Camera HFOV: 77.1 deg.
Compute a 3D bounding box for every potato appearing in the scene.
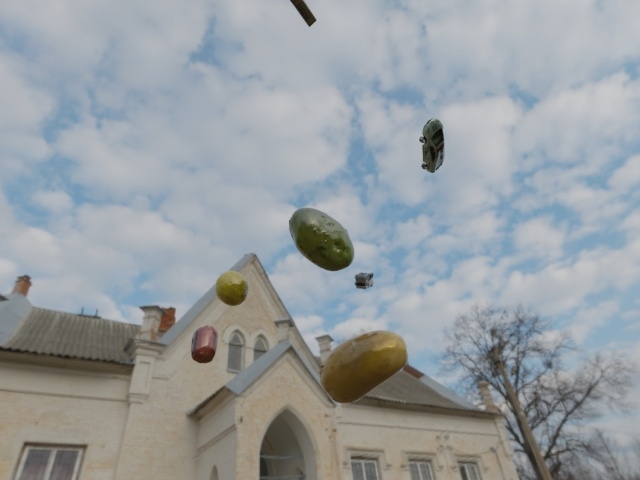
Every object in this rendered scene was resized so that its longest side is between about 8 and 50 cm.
[{"bbox_3d":[0.000,0.000,1.321,0.253,0.186,0.148,44,-50,-1],"label":"potato"},{"bbox_3d":[0.100,0.295,0.955,0.234,0.150,0.146,-42,-79,17],"label":"potato"}]

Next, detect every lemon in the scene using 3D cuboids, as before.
[{"bbox_3d":[-0.291,0.156,1.322,0.109,0.133,0.109,-27,-47,-33],"label":"lemon"}]

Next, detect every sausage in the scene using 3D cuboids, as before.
[{"bbox_3d":[-0.274,0.243,0.947,0.054,0.094,0.059,20,-53,-24],"label":"sausage"}]

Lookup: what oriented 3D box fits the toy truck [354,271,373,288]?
[{"bbox_3d":[0.170,0.156,1.542,0.052,0.063,0.123,0,1,21],"label":"toy truck"}]

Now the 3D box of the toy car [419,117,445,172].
[{"bbox_3d":[0.391,-0.325,1.388,0.095,0.056,0.205,-43,-38,-19],"label":"toy car"}]

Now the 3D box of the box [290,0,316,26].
[{"bbox_3d":[-0.065,-0.445,0.684,0.023,0.087,0.155,-32,-27,17],"label":"box"}]
